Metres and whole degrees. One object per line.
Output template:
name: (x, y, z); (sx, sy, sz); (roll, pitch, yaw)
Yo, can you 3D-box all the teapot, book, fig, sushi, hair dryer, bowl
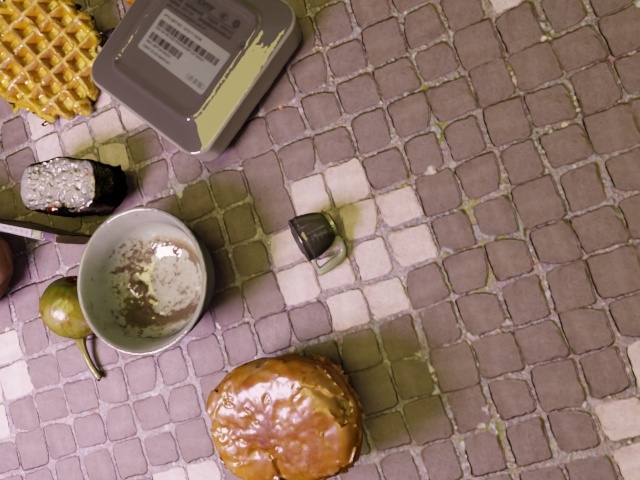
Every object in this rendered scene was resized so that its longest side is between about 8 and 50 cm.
teapot: (-0.004, -0.006, 0.906); (0.090, 0.124, 0.092); (-28, 40, -6)
book: (-0.621, -0.019, 0.990); (0.230, 0.157, 0.026); (10, 91, 13)
fig: (-0.531, 0.199, 0.999); (0.149, 0.149, 0.246); (2, 107, 12)
sushi: (-0.541, -0.117, 0.993); (0.224, 0.127, 0.124); (-3, 88, 20)
hair dryer: (-0.464, -0.455, 1.047); (0.078, 0.031, 0.084); (-1, 101, 3)
bowl: (-0.335, 0.082, 0.931); (0.288, 0.146, 0.290); (-1, 86, 13)

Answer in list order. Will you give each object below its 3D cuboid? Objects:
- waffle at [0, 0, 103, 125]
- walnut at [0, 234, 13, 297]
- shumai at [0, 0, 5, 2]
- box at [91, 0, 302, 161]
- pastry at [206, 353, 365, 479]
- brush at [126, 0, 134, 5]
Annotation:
waffle: (-0.650, -0.423, 1.029); (0.328, 0.062, 0.330); (0, 100, 1)
walnut: (-0.832, 0.055, 0.999); (0.272, 0.227, 0.274); (0, 90, 7)
shumai: (-0.873, -0.531, 1.043); (0.255, 0.218, 0.189); (-18, 79, 8)
box: (-0.272, -0.408, 0.956); (0.367, 0.090, 0.373); (36, 94, 14)
pastry: (-0.058, 0.336, 0.851); (0.310, 0.162, 0.256); (-13, 95, 21)
brush: (-0.497, -0.627, 1.064); (0.271, 0.013, 0.103); (19, 91, 13)
